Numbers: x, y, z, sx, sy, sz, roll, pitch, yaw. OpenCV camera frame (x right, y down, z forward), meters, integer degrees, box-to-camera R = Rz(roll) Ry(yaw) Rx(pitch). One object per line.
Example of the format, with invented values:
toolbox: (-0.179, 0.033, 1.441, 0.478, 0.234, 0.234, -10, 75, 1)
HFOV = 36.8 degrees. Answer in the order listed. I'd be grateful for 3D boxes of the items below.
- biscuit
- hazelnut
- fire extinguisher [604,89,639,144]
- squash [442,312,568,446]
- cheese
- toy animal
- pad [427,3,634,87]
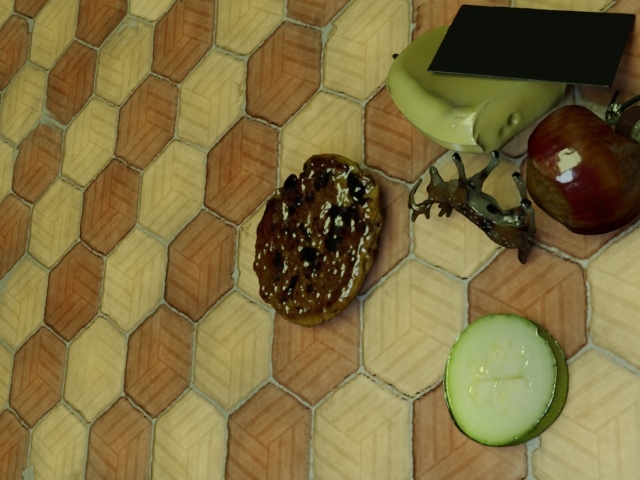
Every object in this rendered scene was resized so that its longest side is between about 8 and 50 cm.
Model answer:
biscuit: (-0.003, -0.001, 1.852, 0.289, 0.081, 0.334, 27, 98, 41)
hazelnut: (0.405, -0.100, 1.477, 0.160, 0.201, 0.170, -51, 19, -20)
fire extinguisher: (0.524, -0.164, 1.473, 0.099, 0.071, 0.231, -38, 48, -10)
squash: (0.294, 0.225, 1.558, 0.219, 0.041, 0.219, -16, 66, 41)
cheese: (0.245, -0.275, 1.649, 0.259, 0.128, 0.316, -28, 37, -19)
toy animal: (0.245, -0.055, 1.588, 0.087, 0.260, 0.243, -33, 69, -20)
pad: (0.347, -0.325, 1.585, 0.300, 0.005, 0.202, 9, 49, 24)
